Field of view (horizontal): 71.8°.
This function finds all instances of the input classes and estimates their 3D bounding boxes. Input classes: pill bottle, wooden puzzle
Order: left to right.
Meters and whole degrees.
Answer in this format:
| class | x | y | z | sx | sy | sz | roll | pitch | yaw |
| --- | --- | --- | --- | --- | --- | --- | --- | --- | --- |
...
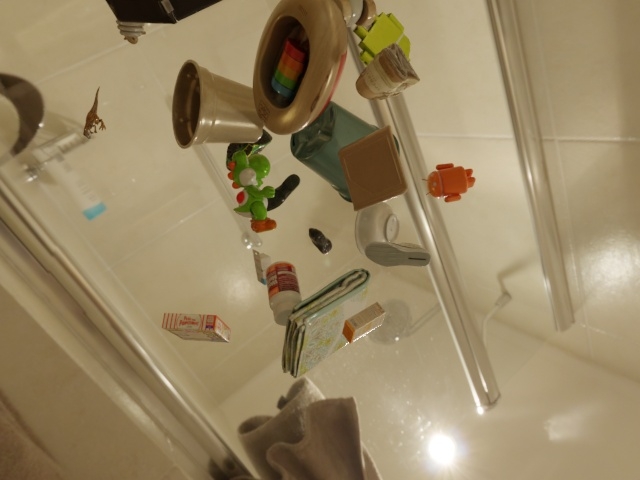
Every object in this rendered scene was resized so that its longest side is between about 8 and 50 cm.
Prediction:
| class | x | y | z | sx | sy | sz | roll | pitch | yaw |
| --- | --- | --- | --- | --- | --- | --- | --- | --- | --- |
| pill bottle | -0.133 | 0.193 | 1.621 | 0.121 | 0.121 | 0.221 | -22 | -134 | 8 |
| wooden puzzle | 0.178 | -0.240 | 1.500 | 0.221 | 0.239 | 0.044 | -19 | 170 | 38 |

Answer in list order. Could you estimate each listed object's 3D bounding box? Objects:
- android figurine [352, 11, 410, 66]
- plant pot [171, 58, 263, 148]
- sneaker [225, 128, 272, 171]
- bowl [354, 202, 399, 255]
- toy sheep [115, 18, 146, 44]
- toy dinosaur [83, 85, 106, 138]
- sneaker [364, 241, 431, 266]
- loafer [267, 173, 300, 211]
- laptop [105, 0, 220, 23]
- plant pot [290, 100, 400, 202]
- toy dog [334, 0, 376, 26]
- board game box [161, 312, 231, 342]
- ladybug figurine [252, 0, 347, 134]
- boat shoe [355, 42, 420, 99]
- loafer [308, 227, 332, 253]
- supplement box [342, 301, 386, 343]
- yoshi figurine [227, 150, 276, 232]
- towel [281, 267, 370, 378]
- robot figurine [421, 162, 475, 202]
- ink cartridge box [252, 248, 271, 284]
| class | x | y | z | sx | sy | sz | roll | pitch | yaw |
| --- | --- | --- | --- | --- | --- | --- | --- | --- | --- |
| android figurine | 0.262 | -0.806 | 1.811 | 0.248 | 0.273 | 0.056 | -59 | -157 | -11 |
| plant pot | -0.398 | -0.521 | 1.787 | 0.305 | 0.334 | 0.334 | 0 | -170 | -36 |
| sneaker | -0.377 | -0.475 | 2.269 | 0.343 | 0.134 | 0.146 | -47 | 178 | -41 |
| bowl | 0.297 | -0.062 | 2.158 | 0.134 | 0.298 | 0.298 | 7 | -139 | 35 |
| toy sheep | -0.584 | -0.675 | 1.360 | 0.091 | 0.132 | 0.091 | 2 | -152 | -1 |
| toy dinosaur | -0.899 | -0.494 | 1.745 | 0.112 | 0.211 | 0.064 | 37 | -161 | 21 |
| sneaker | 0.285 | 0.049 | 1.673 | 0.258 | 0.094 | 0.091 | 10 | -164 | -10 |
| loafer | -0.209 | -0.240 | 2.320 | 0.267 | 0.096 | 0.084 | -40 | 177 | 0 |
| laptop | -0.394 | -0.746 | 1.024 | 0.408 | 0.382 | 0.236 | 19 | -120 | 34 |
| plant pot | 0.081 | -0.366 | 1.760 | 0.341 | 0.334 | 0.341 | -22 | -122 | 38 |
| toy dog | 0.051 | -0.789 | 1.349 | 0.220 | 0.334 | 0.161 | 8 | 174 | -41 |
| board game box | -0.353 | 0.256 | 1.280 | 0.146 | 0.193 | 0.045 | 3 | -112 | 1 |
| ladybug figurine | -0.057 | -0.512 | 1.319 | 0.162 | 0.305 | 0.449 | -20 | 156 | -41 |
| boat shoe | 0.174 | -0.437 | 1.163 | 0.110 | 0.122 | 0.341 | -32 | -175 | 29 |
| loafer | 0.000 | 0.000 | 2.193 | 0.076 | 0.223 | 0.078 | -44 | -120 | -5 |
| supplement box | 0.102 | 0.193 | 1.042 | 0.098 | 0.062 | 0.036 | -25 | -122 | -24 |
| yoshi figurine | -0.270 | -0.229 | 1.959 | 0.203 | 0.362 | 0.203 | -10 | -166 | 25 |
| towel | 0.023 | 0.294 | 1.581 | 0.374 | 0.320 | 0.090 | -25 | -131 | -37 |
| robot figurine | 0.567 | -0.256 | 1.955 | 0.219 | 0.158 | 0.128 | -10 | -162 | 5 |
| ink cartridge box | -0.297 | 0.130 | 2.300 | 0.060 | 0.180 | 0.104 | -15 | -164 | -26 |
